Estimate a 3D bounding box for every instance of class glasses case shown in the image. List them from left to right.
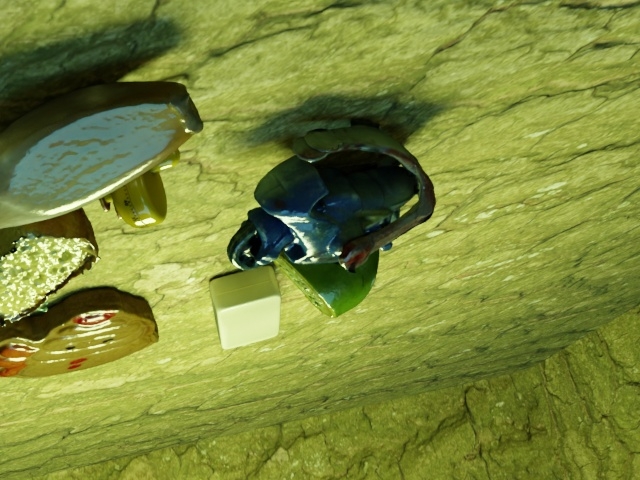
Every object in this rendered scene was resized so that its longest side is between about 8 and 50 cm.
[{"bbox_3d":[-0.151,0.140,2.215,0.131,0.070,0.313,-15,162,-7],"label":"glasses case"}]

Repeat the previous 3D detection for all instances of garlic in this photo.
[{"bbox_3d":[-0.289,-0.110,1.296,0.318,0.112,0.143,-20,140,15],"label":"garlic"}]

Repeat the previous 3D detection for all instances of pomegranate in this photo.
[{"bbox_3d":[-0.001,0.002,1.842,0.159,0.241,0.190,-46,-169,-8],"label":"pomegranate"}]

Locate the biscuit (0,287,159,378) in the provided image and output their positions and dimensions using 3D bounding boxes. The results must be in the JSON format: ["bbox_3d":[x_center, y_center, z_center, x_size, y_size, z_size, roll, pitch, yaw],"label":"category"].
[{"bbox_3d":[-0.469,0.186,2.092,0.359,0.074,0.381,-10,164,-25],"label":"biscuit"}]

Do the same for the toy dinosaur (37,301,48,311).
[{"bbox_3d":[-0.509,0.113,1.904,0.083,0.021,0.062,-29,152,23],"label":"toy dinosaur"}]

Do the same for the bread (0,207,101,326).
[{"bbox_3d":[-0.405,0.004,1.498,0.129,0.134,0.260,14,141,-39],"label":"bread"}]

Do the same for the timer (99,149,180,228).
[{"bbox_3d":[-0.233,-0.073,1.466,0.109,0.107,0.107,-15,162,8],"label":"timer"}]

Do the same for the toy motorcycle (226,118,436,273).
[{"bbox_3d":[0.010,-0.074,1.647,0.319,0.241,0.182,-10,-158,-36],"label":"toy motorcycle"}]
